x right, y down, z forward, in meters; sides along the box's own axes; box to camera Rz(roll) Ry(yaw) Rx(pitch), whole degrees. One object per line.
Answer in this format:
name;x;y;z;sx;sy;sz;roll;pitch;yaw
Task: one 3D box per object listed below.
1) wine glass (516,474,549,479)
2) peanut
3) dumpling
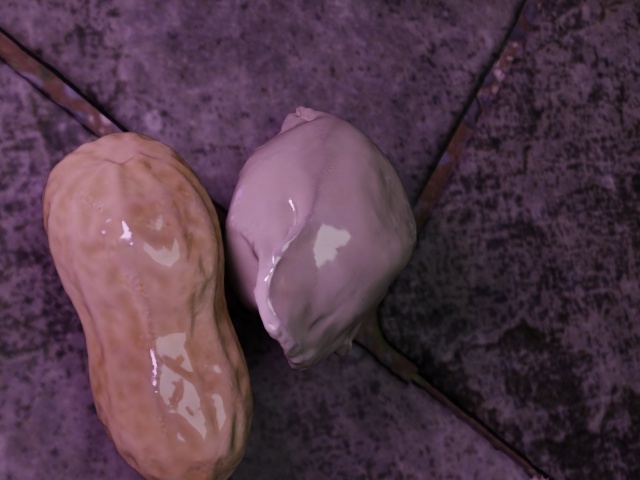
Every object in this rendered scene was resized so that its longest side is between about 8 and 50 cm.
wine glass;0.289;0.292;1.097;0.323;0.238;0.238;5;76;-25
peanut;-0.111;0.049;0.982;0.124;0.123;0.256;-12;82;-32
dumpling;0.000;0.000;1.053;0.162;0.132;0.250;60;25;-26
